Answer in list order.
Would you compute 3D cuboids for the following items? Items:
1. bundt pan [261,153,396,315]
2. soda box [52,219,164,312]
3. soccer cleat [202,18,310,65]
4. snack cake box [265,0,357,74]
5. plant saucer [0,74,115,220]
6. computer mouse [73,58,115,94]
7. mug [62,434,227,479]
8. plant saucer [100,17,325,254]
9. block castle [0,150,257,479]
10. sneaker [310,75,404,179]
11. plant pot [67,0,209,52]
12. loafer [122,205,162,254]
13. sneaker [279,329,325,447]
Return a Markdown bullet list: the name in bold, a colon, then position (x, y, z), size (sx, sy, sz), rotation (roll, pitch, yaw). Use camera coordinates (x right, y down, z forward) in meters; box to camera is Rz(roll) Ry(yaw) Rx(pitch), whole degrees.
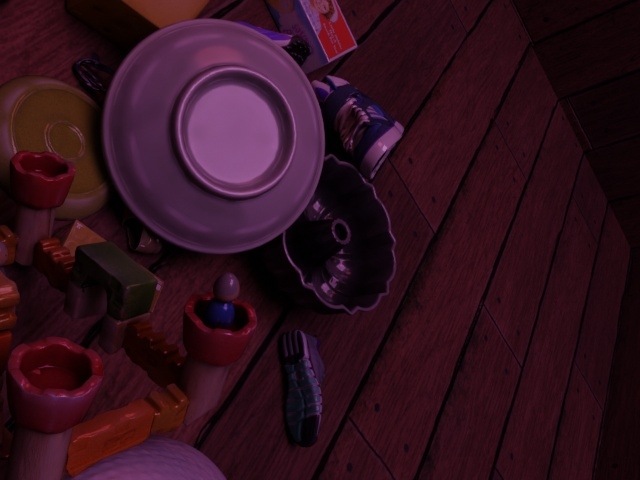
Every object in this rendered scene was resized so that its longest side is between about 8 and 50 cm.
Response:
- **bundt pan**: position (0.000, 0.000, 1.473), size (0.330, 0.124, 0.331), rotation (21, 59, -40)
- **soda box**: position (-0.337, 0.048, 1.148), size (0.181, 0.058, 0.061), rotation (41, 47, -33)
- **soccer cleat**: position (-0.130, -0.411, 1.546), size (0.116, 0.109, 0.318), rotation (44, 27, 15)
- **snack cake box**: position (-0.034, -0.538, 1.713), size (0.152, 0.089, 0.264), rotation (-43, 110, -51)
- **plant saucer**: position (-0.407, -0.151, 1.155), size (0.241, 0.037, 0.241), rotation (21, 61, -44)
- **computer mouse**: position (-0.329, -0.213, 1.256), size (0.242, 0.041, 0.071), rotation (49, 64, -8)
- **mug**: position (-0.291, 0.390, 0.844), size (0.328, 0.374, 0.276), rotation (84, -9, -80)
- **plant saucer**: position (-0.153, -0.175, 1.218), size (0.400, 0.100, 0.401), rotation (0, 91, -28)
- **block castle**: position (-0.326, 0.045, 0.852), size (0.303, 0.453, 0.213), rotation (-14, 132, -51)
- **sneaker**: position (0.058, -0.263, 1.631), size (0.236, 0.130, 0.323), rotation (35, 21, -1)
- **plant pot**: position (-0.312, -0.446, 1.261), size (0.212, 0.212, 0.187), rotation (33, 67, -40)
- **loafer**: position (-0.303, -0.047, 1.226), size (0.050, 0.056, 0.148), rotation (-15, 88, -58)
- **sneaker**: position (-0.016, 0.286, 1.434), size (0.098, 0.083, 0.224), rotation (16, 64, -52)
